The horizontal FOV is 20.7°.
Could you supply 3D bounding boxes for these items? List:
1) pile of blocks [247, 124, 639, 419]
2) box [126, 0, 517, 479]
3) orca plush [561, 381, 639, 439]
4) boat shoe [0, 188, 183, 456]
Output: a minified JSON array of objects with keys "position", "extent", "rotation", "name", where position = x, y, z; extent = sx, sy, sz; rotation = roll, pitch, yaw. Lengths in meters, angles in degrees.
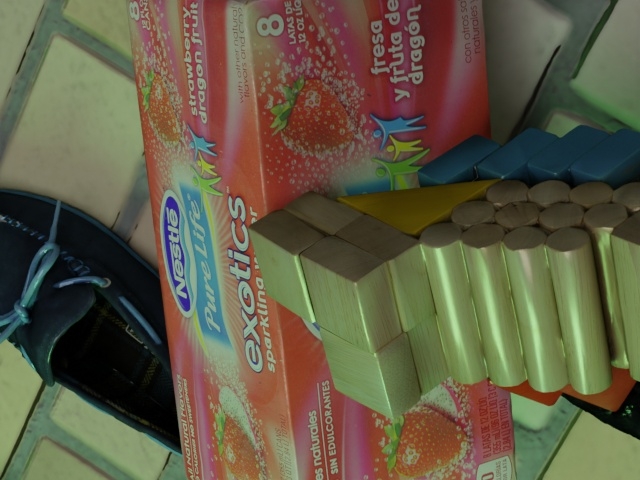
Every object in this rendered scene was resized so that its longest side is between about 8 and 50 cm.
[{"position":[0.153,0.016,0.833],"extent":[0.362,0.149,0.113],"rotation":[-2,125,18],"name":"pile of blocks"},{"position":[0.000,0.000,0.966],"extent":[0.154,0.142,0.300],"rotation":[21,120,58],"name":"box"},{"position":[0.190,0.061,0.958],"extent":[0.287,0.102,0.151],"rotation":[31,115,11],"name":"orca plush"},{"position":[-0.146,0.046,1.098],"extent":[0.258,0.089,0.109],"rotation":[26,114,13],"name":"boat shoe"}]
